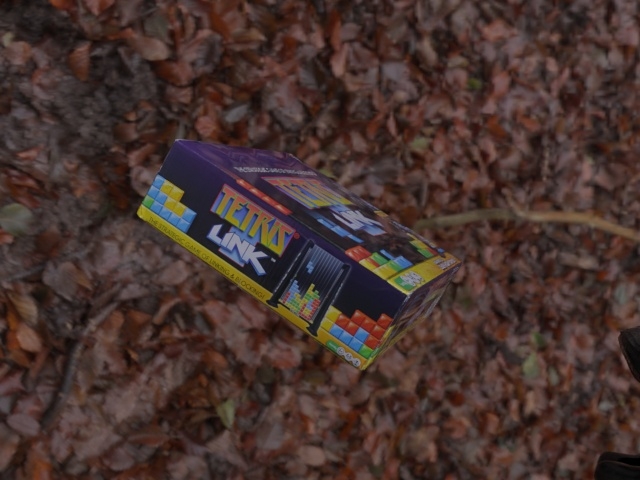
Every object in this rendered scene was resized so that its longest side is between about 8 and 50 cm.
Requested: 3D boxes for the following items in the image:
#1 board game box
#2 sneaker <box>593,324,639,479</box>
[{"bbox_3d":[0.000,0.000,0.464,0.048,0.141,0.170,-58,167,12],"label":"board game box"},{"bbox_3d":[0.226,0.045,0.390,0.276,0.135,0.097,-61,161,2],"label":"sneaker"}]
